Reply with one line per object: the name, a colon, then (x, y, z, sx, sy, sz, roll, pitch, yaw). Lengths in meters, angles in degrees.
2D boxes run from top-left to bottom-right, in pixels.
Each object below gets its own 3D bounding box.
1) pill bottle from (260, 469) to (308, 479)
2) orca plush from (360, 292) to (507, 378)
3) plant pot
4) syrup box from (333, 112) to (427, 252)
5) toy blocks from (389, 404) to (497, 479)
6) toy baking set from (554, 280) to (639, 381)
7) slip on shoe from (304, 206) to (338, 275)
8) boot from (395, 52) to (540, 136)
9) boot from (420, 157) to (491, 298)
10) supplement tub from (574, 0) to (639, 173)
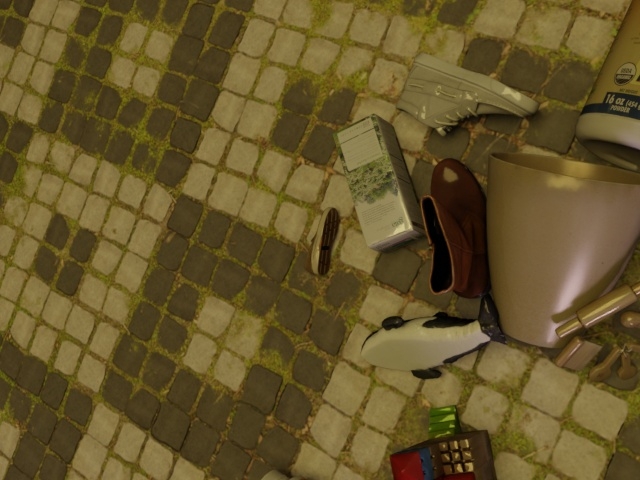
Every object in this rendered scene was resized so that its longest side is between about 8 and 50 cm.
pill bottle: (-0.022, 0.509, 1.297, 0.214, 0.117, 0.117, 28, 95, 27)
orca plush: (0.195, 0.145, 1.247, 0.151, 0.102, 0.287, 39, 137, -10)
plant pot: (0.369, 0.018, 1.130, 0.256, 0.256, 0.274, 15, 107, 27)
syrup box: (0.112, -0.103, 1.331, 0.093, 0.096, 0.237, -23, 74, 23)
toy blocks: (0.213, 0.458, 1.111, 0.190, 0.261, 0.382, -15, 77, 23)
toy baking set: (0.476, 0.127, 1.082, 0.256, 0.196, 0.030, -38, 38, 19)
slip on shoe: (0.000, 0.000, 1.401, 0.041, 0.051, 0.136, 12, 94, 38)
boot: (0.257, -0.240, 1.293, 0.258, 0.095, 0.124, 32, 103, 34)
boot: (0.200, -0.034, 1.175, 0.096, 0.280, 0.264, -7, 80, 25)
supplement tub: (0.547, -0.259, 1.070, 0.228, 0.228, 0.317, 25, 94, 27)
